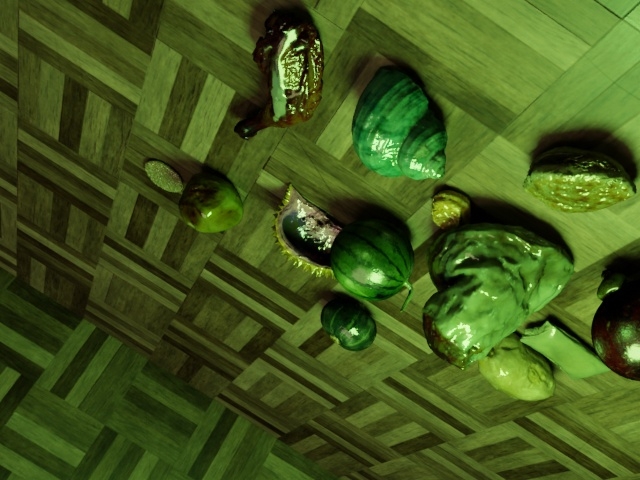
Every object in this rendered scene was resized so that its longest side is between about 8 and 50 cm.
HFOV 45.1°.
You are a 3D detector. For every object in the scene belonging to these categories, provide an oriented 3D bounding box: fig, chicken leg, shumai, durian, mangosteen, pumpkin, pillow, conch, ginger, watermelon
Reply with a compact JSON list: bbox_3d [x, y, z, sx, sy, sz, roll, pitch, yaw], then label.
[{"bbox_3d":[-0.266,-0.087,1.929,0.166,0.144,0.154,23,-169,-31],"label":"fig"},{"bbox_3d":[-0.084,-0.288,1.520,0.158,0.095,0.407,35,152,0],"label":"chicken leg"},{"bbox_3d":[0.342,0.135,1.579,0.304,0.263,0.309,9,152,23],"label":"shumai"},{"bbox_3d":[-0.008,0.012,1.887,0.261,0.153,0.186,35,175,7],"label":"durian"},{"bbox_3d":[0.614,0.156,1.472,0.216,0.216,0.216,22,149,14],"label":"mangosteen"},{"bbox_3d":[0.079,0.231,2.110,0.167,0.125,0.167,45,156,26],"label":"pumpkin"},{"bbox_3d":[0.569,0.259,1.803,0.208,0.053,0.119,35,152,-14],"label":"pillow"},{"bbox_3d":[0.150,-0.191,1.415,0.202,0.134,0.196,28,151,5],"label":"conch"},{"bbox_3d":[0.480,0.318,1.887,0.152,0.138,0.267,-1,143,49],"label":"ginger"},{"bbox_3d":[0.127,0.048,1.736,0.215,0.188,0.188,31,151,19],"label":"watermelon"}]

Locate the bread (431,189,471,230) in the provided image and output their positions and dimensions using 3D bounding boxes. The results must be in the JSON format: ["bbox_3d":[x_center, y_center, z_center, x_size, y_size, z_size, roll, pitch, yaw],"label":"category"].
[{"bbox_3d":[0.269,-0.060,1.597,0.083,0.044,0.110,19,150,20],"label":"bread"}]

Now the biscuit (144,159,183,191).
[{"bbox_3d":[-0.417,-0.170,2.051,0.120,0.015,0.120,21,148,14],"label":"biscuit"}]

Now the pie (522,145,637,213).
[{"bbox_3d":[0.451,-0.101,1.351,0.194,0.078,0.163,5,151,35],"label":"pie"}]
